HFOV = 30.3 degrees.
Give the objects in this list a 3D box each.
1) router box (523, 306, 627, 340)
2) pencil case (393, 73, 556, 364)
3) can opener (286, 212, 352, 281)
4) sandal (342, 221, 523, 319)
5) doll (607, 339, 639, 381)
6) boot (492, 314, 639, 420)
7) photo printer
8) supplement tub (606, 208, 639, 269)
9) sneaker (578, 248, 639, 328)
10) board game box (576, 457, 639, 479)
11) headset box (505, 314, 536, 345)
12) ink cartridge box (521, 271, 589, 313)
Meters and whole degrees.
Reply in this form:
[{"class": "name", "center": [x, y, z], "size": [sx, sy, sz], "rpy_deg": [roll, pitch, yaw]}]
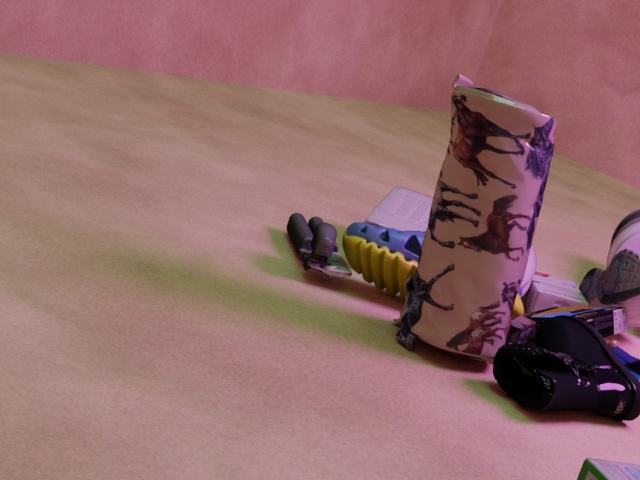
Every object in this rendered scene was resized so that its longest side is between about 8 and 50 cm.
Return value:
[{"class": "router box", "center": [0.417, 0.139, 1.974], "size": [0.133, 0.046, 0.179], "rpy_deg": [-2, 1, 35]}, {"class": "pencil case", "center": [0.228, -0.030, 1.759], "size": [0.184, 0.410, 0.160], "rpy_deg": [17, 12, 25]}, {"class": "can opener", "center": [0.000, 0.000, 2.018], "size": [0.074, 0.093, 0.280], "rpy_deg": [13, 11, -14]}, {"class": "sandal", "center": [0.191, 0.032, 1.949], "size": [0.317, 0.138, 0.126], "rpy_deg": [19, -26, 3]}, {"class": "doll", "center": [0.517, 0.216, 1.906], "size": [0.129, 0.046, 0.189], "rpy_deg": [9, 17, -27]}, {"class": "boot", "center": [0.338, 0.175, 1.751], "size": [0.207, 0.094, 0.246], "rpy_deg": [13, 22, -31]}, {"class": "photo printer", "center": [0.236, 0.017, 2.135], "size": [0.308, 0.107, 0.256], "rpy_deg": [20, 23, 10]}, {"class": "supplement tub", "center": [0.692, 0.039, 2.446], "size": [0.191, 0.191, 0.272], "rpy_deg": [21, 16, 11]}, {"class": "sneaker", "center": [0.554, 0.096, 2.113], "size": [0.129, 0.111, 0.297], "rpy_deg": [27, -9, -1]}, {"class": "board game box", "center": [0.482, 0.352, 1.356], "size": [0.317, 0.064, 0.242], "rpy_deg": [11, 17, -23]}, {"class": "headset box", "center": [0.304, 0.154, 1.851], "size": [0.032, 0.062, 0.083], "rpy_deg": [25, 18, 22]}, {"class": "ink cartridge box", "center": [0.424, 0.108, 2.158], "size": [0.099, 0.056, 0.135], "rpy_deg": [16, 15, -3]}]
